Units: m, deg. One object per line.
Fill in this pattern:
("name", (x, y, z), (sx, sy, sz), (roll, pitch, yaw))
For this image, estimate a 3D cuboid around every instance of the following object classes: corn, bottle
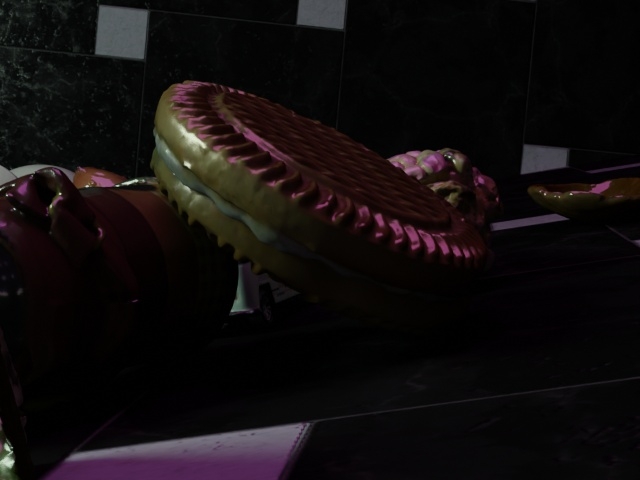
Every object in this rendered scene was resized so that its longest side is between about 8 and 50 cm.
("corn", (0.051, -0.014, 1.119), (0.126, 0.127, 0.335), (-11, 2, -20))
("bottle", (-0.162, 0.027, 0.759), (0.143, 0.156, 0.271), (20, 12, 23))

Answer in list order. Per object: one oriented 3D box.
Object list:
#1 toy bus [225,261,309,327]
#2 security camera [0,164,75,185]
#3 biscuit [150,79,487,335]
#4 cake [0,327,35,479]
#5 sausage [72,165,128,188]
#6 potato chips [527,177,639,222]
("toy bus", (-0.065, 0.024, 1.036), (0.087, 0.089, 0.194), (-8, 3, 19))
("security camera", (-0.368, -0.008, 1.531), (0.194, 0.195, 0.236), (-7, 1, 31))
("biscuit", (0.000, -0.022, 0.817), (0.259, 0.079, 0.259), (26, 14, -7))
("cake", (-0.181, 0.102, 0.467), (0.158, 0.172, 0.283), (-17, 39, -16))
("sausage", (-0.181, -0.012, 1.399), (0.304, 0.078, 0.078), (26, 26, 37))
("potato chips", (0.319, -0.046, 1.437), (0.150, 0.049, 0.201), (-4, 2, 6))
